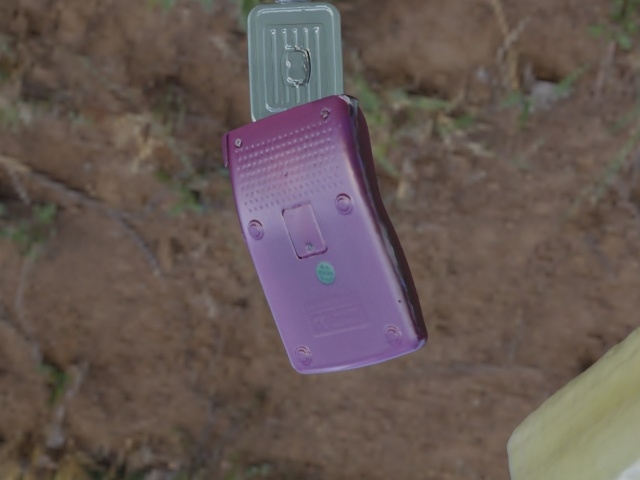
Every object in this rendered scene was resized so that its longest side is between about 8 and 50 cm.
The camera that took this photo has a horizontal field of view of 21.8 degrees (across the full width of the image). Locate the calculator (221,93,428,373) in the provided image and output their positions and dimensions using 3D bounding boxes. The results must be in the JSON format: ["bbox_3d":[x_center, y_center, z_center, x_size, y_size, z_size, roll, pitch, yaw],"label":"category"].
[{"bbox_3d":[0.000,0.000,1.178,0.127,0.190,0.034,-16,-178,38],"label":"calculator"}]

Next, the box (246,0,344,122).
[{"bbox_3d":[-0.021,-0.150,1.481,0.084,0.122,0.069,-2,178,2],"label":"box"}]

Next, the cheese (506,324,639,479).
[{"bbox_3d":[0.286,0.123,1.024,0.243,0.124,0.265,19,137,-25],"label":"cheese"}]
